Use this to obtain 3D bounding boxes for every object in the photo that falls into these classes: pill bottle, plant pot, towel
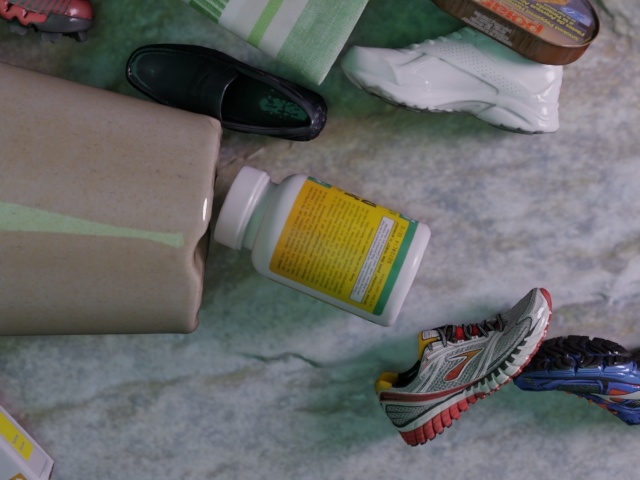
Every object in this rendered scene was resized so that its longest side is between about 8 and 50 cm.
[{"bbox_3d":[0.000,0.000,1.172,0.208,0.117,0.118,22,104,4],"label":"pill bottle"},{"bbox_3d":[-0.261,-0.030,1.124,0.305,0.334,0.334,8,103,-5],"label":"plant pot"},{"bbox_3d":[-0.075,-0.342,1.107,0.325,0.038,0.248,32,96,5],"label":"towel"}]

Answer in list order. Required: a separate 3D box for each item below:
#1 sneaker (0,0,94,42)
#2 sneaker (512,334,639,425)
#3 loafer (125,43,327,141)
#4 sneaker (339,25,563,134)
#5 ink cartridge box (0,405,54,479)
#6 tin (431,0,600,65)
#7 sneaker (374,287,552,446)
[{"bbox_3d":[-0.349,-0.311,1.168,0.276,0.097,0.135,31,106,3],"label":"sneaker"},{"bbox_3d":[0.313,0.155,1.179,0.221,0.083,0.087,3,107,10],"label":"sneaker"},{"bbox_3d":[-0.101,-0.158,1.173,0.223,0.078,0.076,17,100,4],"label":"loafer"},{"bbox_3d":[0.138,-0.182,1.140,0.232,0.090,0.115,11,96,-3],"label":"sneaker"},{"bbox_3d":[-0.523,0.235,1.282,0.303,0.072,0.307,-30,111,14],"label":"ink cartridge box"},{"bbox_3d":[0.184,-0.240,1.105,0.189,0.106,0.040,30,136,2],"label":"tin"},{"bbox_3d":[0.152,0.123,1.190,0.225,0.088,0.093,-40,92,13],"label":"sneaker"}]
